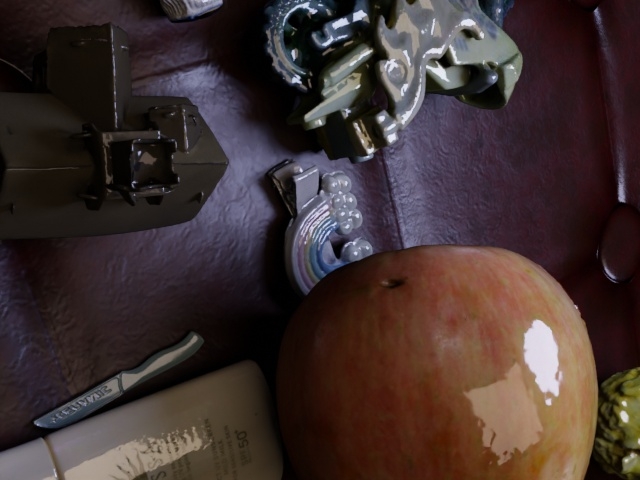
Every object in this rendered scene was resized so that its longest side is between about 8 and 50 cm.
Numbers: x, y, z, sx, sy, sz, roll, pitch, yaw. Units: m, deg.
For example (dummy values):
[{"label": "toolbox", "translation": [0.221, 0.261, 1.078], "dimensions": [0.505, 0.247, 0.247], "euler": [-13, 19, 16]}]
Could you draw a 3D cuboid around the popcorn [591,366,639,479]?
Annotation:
[{"label": "popcorn", "translation": [0.575, 0.338, 1.326], "dimensions": [0.181, 0.216, 0.235], "euler": [-16, 93, -28]}]

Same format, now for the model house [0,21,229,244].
[{"label": "model house", "translation": [-0.202, -0.097, 0.716], "dimensions": [0.211, 0.243, 0.205], "euler": [-7, 100, -34]}]

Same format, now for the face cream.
[{"label": "face cream", "translation": [-0.207, 0.265, 0.852], "dimensions": [0.348, 0.081, 0.174], "euler": [-16, 104, -33]}]

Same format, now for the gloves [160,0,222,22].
[{"label": "gloves", "translation": [-0.170, -0.346, 0.812], "dimensions": [0.229, 0.097, 0.119], "euler": [62, 33, -18]}]

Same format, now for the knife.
[{"label": "knife", "translation": [-0.224, 0.161, 0.870], "dimensions": [0.210, 0.015, 0.028], "euler": [-29, 118, -28]}]

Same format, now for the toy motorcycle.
[{"label": "toy motorcycle", "translation": [0.113, -0.246, 0.973], "dimensions": [0.410, 0.168, 0.237], "euler": [-25, 103, -25]}]

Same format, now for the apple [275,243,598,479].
[{"label": "apple", "translation": [0.133, 0.195, 0.898], "dimensions": [0.391, 0.391, 0.347], "euler": [2, 75, -35]}]

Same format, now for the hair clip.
[{"label": "hair clip", "translation": [0.000, 0.000, 0.993], "dimensions": [0.140, 0.054, 0.220], "euler": [-35, 118, -33]}]
